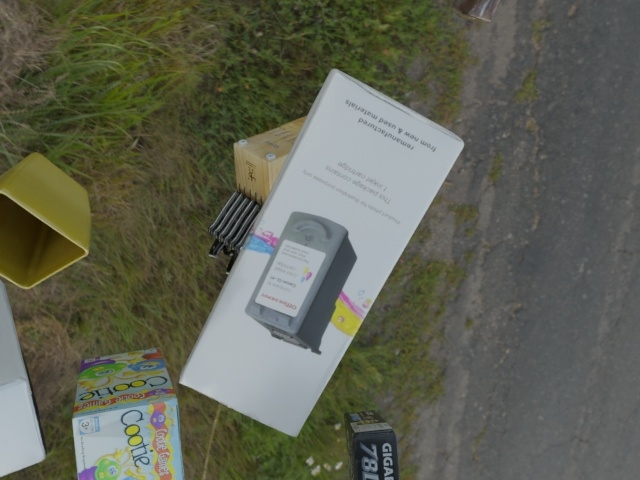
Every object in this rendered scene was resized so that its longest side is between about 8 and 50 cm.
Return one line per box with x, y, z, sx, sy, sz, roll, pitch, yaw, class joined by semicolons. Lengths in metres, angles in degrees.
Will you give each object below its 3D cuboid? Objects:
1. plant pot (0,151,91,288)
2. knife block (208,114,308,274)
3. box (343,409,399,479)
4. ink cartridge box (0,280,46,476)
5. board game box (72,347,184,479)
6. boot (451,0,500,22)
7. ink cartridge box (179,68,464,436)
-0.621;-0.058;1.213;0.212;0.187;0.212;-26;131;23;plant pot
-0.053;-0.057;0.921;0.276;0.088;0.242;-29;136;-33;knife block
0.086;0.440;0.922;0.073;0.293;0.295;-4;78;1;box
-0.335;0.112;0.296;0.333;0.165;0.065;-13;114;-29;ink cartridge box
-0.314;0.287;0.923;0.142;0.275;0.144;-5;97;-21;board game box
0.235;-0.312;0.718;0.114;0.106;0.037;-57;157;-12;boot
0.000;0.000;0.582;0.131;0.226;0.306;27;103;-3;ink cartridge box
